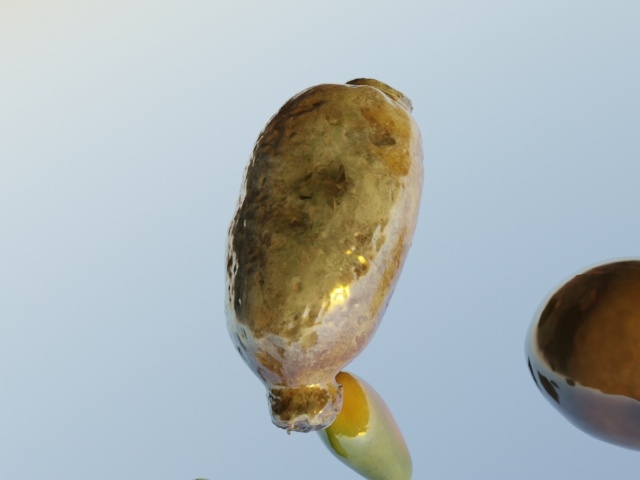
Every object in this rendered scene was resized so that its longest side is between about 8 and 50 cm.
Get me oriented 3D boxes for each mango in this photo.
[{"bbox_3d":[0.077,0.323,1.430,0.114,0.251,0.156,-40,-157,13],"label":"mango"}]

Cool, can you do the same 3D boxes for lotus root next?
[{"bbox_3d":[-0.001,-0.001,0.774,0.175,0.175,0.349,0,-113,33],"label":"lotus root"}]

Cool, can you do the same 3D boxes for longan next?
[{"bbox_3d":[0.316,0.111,0.829,0.220,0.196,0.196,12,-141,26],"label":"longan"}]

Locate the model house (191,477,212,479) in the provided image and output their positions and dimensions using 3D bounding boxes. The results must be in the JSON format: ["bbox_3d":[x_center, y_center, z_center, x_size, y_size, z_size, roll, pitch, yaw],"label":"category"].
[{"bbox_3d":[-0.198,0.572,1.335,0.280,0.312,0.245,-37,-147,26],"label":"model house"}]
